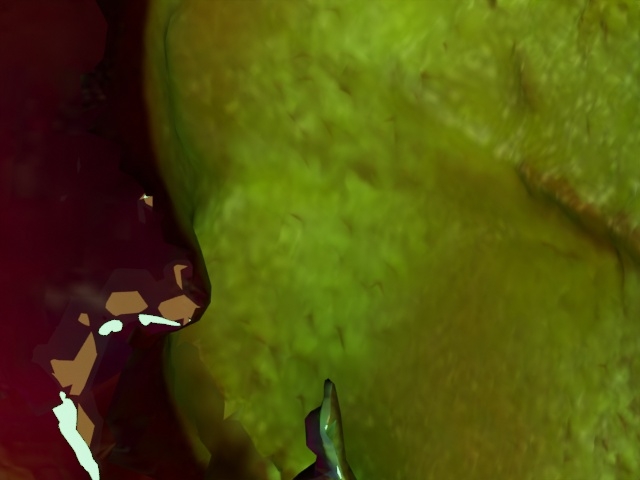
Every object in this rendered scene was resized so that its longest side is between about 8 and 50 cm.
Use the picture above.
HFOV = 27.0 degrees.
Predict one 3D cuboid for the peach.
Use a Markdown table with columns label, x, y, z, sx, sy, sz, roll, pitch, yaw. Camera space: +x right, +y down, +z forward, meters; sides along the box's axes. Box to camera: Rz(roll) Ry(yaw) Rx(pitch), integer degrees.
| label | x | y | z | sx | sy | sz | roll | pitch | yaw |
| --- | --- | --- | --- | --- | --- | --- | --- | --- | --- |
| peach | 0.000 | 0.000 | 0.569 | 0.416 | 0.353 | 0.339 | 25 | 78 | -7 |
